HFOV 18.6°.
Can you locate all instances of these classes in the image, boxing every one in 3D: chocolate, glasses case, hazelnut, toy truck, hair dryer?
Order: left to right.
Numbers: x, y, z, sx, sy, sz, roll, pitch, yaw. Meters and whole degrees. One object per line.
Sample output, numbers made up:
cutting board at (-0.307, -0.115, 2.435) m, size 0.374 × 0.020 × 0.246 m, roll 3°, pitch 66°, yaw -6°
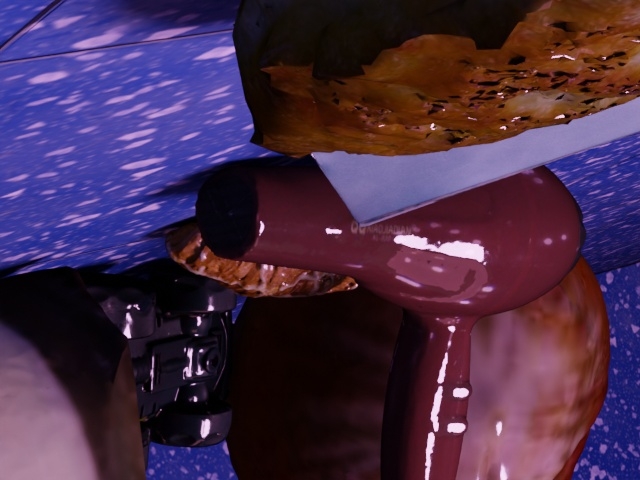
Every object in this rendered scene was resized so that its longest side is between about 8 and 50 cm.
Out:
chocolate at (-0.306, 0.179, 1.241) m, size 0.314 × 0.326 × 0.297 m, roll -20°, pitch 157°, yaw 41°
toy truck at (-0.171, 0.090, 1.501) m, size 0.165 × 0.147 × 0.224 m, roll 8°, pitch -170°, yaw 31°
hair dryer at (0.041, 0.099, 1.302) m, size 0.312 × 0.340 × 0.123 m, roll -4°, pitch -165°, yaw -44°
hazelnut at (0.081, 0.132, 1.600) m, size 0.315 × 0.372 × 0.372 m, roll 7°, pitch 167°, yaw -13°
glasses case at (0.126, -0.093, 1.108) m, size 0.266 × 0.056 × 0.105 m, roll -19°, pitch 149°, yaw 10°

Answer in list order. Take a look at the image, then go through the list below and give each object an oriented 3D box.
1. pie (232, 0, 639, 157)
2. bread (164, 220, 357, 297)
pie at (0.112, -0.102, 0.700) m, size 0.288 × 0.103 × 0.355 m, roll -15°, pitch 177°, yaw -30°
bread at (0.000, 0.000, 1.399) m, size 0.233 × 0.076 × 0.105 m, roll -13°, pitch 171°, yaw -25°
